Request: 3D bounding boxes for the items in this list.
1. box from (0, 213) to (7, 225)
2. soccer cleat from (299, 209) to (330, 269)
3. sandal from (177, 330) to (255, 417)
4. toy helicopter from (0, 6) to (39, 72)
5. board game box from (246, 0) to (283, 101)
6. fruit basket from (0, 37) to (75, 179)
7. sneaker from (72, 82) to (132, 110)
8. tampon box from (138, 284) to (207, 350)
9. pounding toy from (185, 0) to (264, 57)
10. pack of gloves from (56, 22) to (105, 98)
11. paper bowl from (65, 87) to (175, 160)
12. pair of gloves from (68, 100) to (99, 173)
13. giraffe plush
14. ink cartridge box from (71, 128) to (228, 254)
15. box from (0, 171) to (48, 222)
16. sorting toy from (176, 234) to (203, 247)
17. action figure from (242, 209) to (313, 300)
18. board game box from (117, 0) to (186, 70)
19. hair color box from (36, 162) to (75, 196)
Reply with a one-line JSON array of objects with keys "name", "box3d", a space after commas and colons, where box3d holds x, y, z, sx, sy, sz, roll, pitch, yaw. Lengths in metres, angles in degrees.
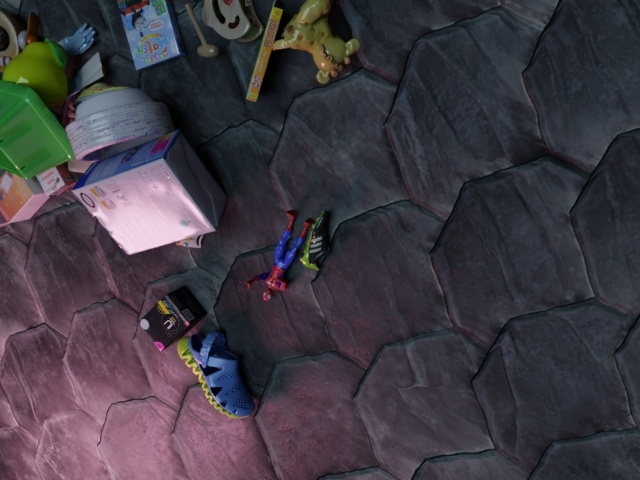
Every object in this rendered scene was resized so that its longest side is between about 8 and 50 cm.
[{"name": "box", "box3d": [-1.203, -0.074, 2.057, 0.203, 0.114, 0.103, -17, 97, 25]}, {"name": "soccer cleat", "box3d": [0.000, 0.000, 1.631, 0.072, 0.060, 0.178, 23, 116, 5]}, {"name": "sandal", "box3d": [-0.303, 0.403, 1.808, 0.138, 0.126, 0.317, -39, 87, 20]}, {"name": "toy helicopter", "box3d": [-0.958, -0.563, 1.862, 0.235, 0.140, 0.354, -20, 105, 16]}, {"name": "board game box", "box3d": [-0.144, -0.499, 1.534, 0.039, 0.124, 0.259, 13, 110, -11]}, {"name": "fruit basket", "box3d": [-0.856, -0.395, 1.739, 0.393, 0.391, 0.282, -1, 137, 22]}, {"name": "sneaker", "box3d": [-0.643, -0.442, 1.768, 0.209, 0.081, 0.094, -4, 58, 13]}, {"name": "tampon box", "box3d": [-0.463, 0.243, 1.842, 0.161, 0.101, 0.120, -42, 84, 25]}, {"name": "pounding toy", "box3d": [-0.243, -0.605, 1.529, 0.154, 0.155, 0.269, 18, 108, 22]}, {"name": "pack of gloves", "box3d": [-0.750, -0.542, 1.815, 0.232, 0.046, 0.194, -20, 78, 26]}, {"name": "paper bowl", "box3d": [-0.565, -0.329, 1.651, 0.285, 0.284, 0.148, -16, 95, 24]}, {"name": "pair of gloves", "box3d": [-0.713, -0.305, 1.850, 0.204, 0.042, 0.240, 19, 109, 17]}, {"name": "giraffe plush", "box3d": [0.003, -0.500, 1.461, 0.170, 0.210, 0.181, 38, 142, -17]}, {"name": "ink cartridge box", "box3d": [-0.509, -0.122, 1.695, 0.396, 0.151, 0.270, -15, 127, 22]}, {"name": "box", "box3d": [-1.004, -0.161, 1.971, 0.170, 0.091, 0.130, -38, 87, 24]}, {"name": "sorting toy", "box3d": [-0.396, -0.010, 1.797, 0.075, 0.045, 0.083, 15, 108, -2]}, {"name": "action figure", "box3d": [-0.122, 0.061, 1.651, 0.092, 0.139, 0.280, 28, 113, 15]}, {"name": "board game box", "box3d": [-0.487, -0.615, 1.689, 0.160, 0.039, 0.211, -11, 99, 23]}, {"name": "hair color box", "box3d": [-0.889, -0.239, 1.928, 0.093, 0.053, 0.167, -28, 90, 23]}]
